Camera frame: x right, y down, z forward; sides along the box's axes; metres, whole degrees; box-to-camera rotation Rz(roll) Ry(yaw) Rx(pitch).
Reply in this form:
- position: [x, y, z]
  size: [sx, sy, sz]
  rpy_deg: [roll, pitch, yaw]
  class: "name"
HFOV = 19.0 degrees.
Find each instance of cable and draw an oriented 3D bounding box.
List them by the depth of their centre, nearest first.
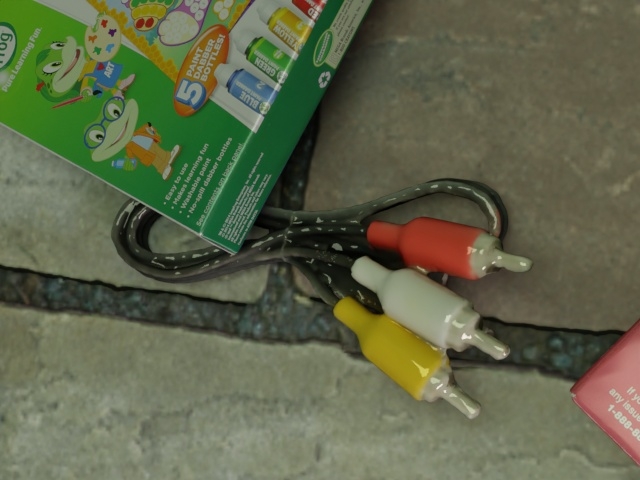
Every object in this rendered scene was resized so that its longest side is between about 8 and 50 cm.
- position: [0.000, 0.000, 1.201]
  size: [0.287, 0.072, 0.139]
  rpy_deg: [21, 90, 19]
  class: "cable"

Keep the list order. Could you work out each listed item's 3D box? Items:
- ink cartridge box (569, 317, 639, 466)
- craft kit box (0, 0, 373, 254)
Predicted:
- position: [0.313, 0.059, 1.075]
  size: [0.283, 0.117, 0.207]
  rpy_deg: [-46, 72, 5]
  class: "ink cartridge box"
- position: [-0.097, -0.154, 1.245]
  size: [0.247, 0.061, 0.250]
  rpy_deg: [28, 89, 33]
  class: "craft kit box"
